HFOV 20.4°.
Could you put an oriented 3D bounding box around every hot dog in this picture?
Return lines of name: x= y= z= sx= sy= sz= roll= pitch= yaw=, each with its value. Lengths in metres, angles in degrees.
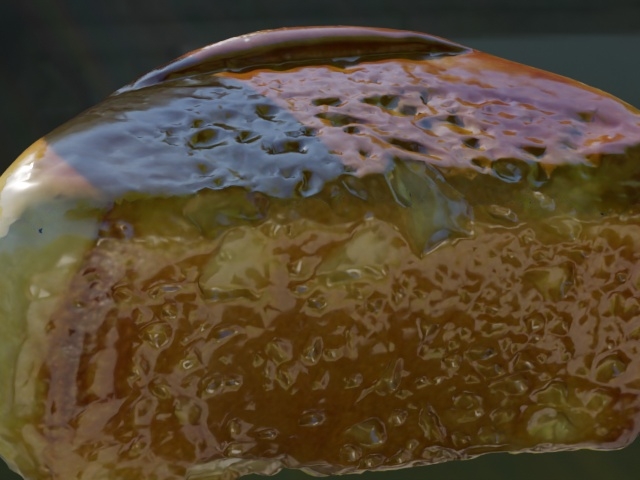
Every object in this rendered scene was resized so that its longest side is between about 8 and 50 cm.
hot dog: x=0.000 y=0.002 z=0.971 sx=0.405 sy=0.185 sz=0.223 roll=-3 pitch=32 yaw=-17
